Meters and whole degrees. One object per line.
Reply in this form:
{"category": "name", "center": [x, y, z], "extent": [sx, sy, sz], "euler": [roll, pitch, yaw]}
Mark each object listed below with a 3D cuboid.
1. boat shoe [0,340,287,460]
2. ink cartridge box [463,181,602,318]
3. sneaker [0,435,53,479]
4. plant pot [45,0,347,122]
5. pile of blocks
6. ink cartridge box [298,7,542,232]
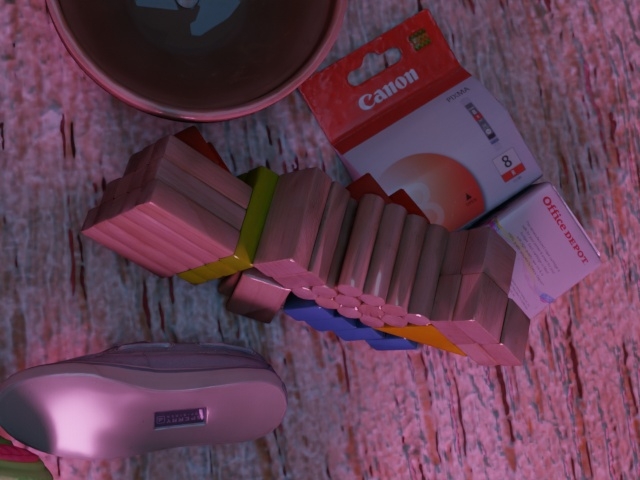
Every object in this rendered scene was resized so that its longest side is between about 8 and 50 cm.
{"category": "boat shoe", "center": [-0.143, 0.121, 0.920], "extent": [0.228, 0.081, 0.079], "euler": [1, 114, -17]}
{"category": "ink cartridge box", "center": [0.168, 0.018, 1.001], "extent": [0.122, 0.052, 0.088], "euler": [-35, 96, -10]}
{"category": "sneaker", "center": [-0.413, 0.258, 0.781], "extent": [0.483, 0.185, 0.202], "euler": [-20, 106, -29]}
{"category": "plant pot", "center": [-0.103, -0.206, 0.922], "extent": [0.237, 0.110, 0.237], "euler": [1, 87, -12]}
{"category": "pile of blocks", "center": [0.000, 0.000, 0.932], "extent": [0.362, 0.149, 0.112], "euler": [20, 63, -9]}
{"category": "ink cartridge box", "center": [0.088, -0.095, 0.993], "extent": [0.145, 0.045, 0.179], "euler": [-32, 97, -12]}
